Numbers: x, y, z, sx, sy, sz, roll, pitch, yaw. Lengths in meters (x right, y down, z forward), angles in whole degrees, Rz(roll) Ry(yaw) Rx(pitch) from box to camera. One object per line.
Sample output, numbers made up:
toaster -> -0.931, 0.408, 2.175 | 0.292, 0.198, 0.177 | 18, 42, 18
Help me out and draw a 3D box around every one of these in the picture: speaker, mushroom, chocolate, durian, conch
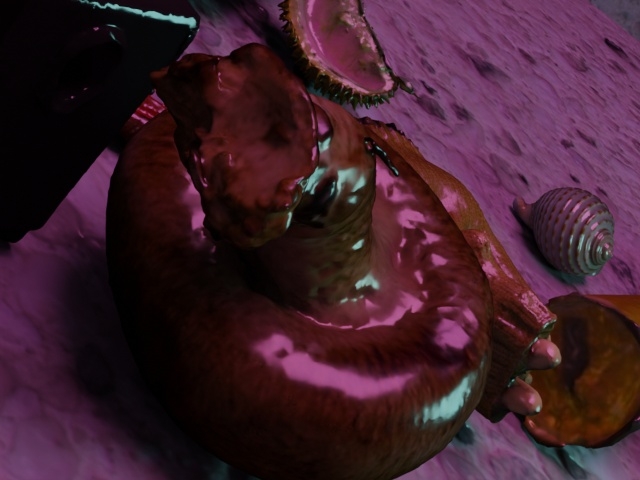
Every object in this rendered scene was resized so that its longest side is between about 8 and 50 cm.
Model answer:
speaker -> -0.260, -0.150, 1.087 | 0.184, 0.254, 0.232 | 0, 47, -55
mushroom -> -0.011, -0.008, 1.139 | 0.334, 0.356, 0.331 | -3, 35, -31
chocolate -> 0.357, 0.140, 1.691 | 0.162, 0.162, 0.445 | 51, 21, 19
durian -> 0.018, -0.231, 1.851 | 0.137, 0.095, 0.221 | -16, 56, -21
conch -> 0.332, -0.016, 1.959 | 0.135, 0.102, 0.153 | 39, 19, -45

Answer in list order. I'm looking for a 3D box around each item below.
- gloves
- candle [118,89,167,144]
gloves -> 0.108, 0.034, 1.460 | 0.356, 0.155, 0.203 | 51, 15, 32
candle -> -0.219, -0.144, 1.382 | 0.302, 0.059, 0.084 | 32, 17, -22
